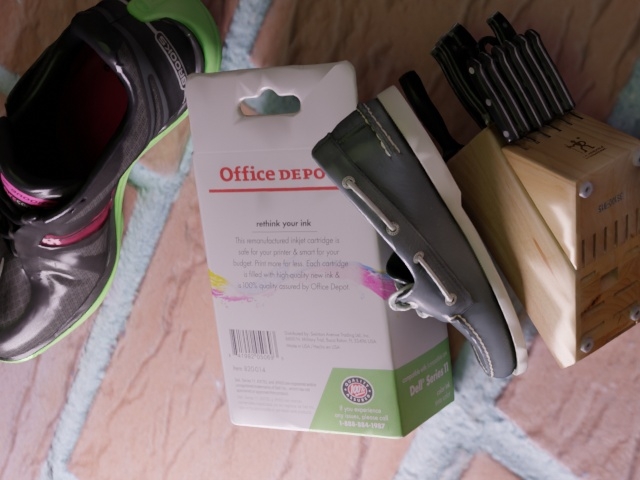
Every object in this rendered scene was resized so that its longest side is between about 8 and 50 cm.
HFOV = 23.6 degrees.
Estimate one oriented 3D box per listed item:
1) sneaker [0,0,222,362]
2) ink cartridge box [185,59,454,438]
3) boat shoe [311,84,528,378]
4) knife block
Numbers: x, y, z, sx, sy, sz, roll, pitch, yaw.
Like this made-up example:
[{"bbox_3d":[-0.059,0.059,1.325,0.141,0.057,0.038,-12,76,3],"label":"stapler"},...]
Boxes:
[{"bbox_3d":[-0.283,-0.069,1.587,0.185,0.202,0.483,40,120,19],"label":"sneaker"},{"bbox_3d":[0.000,0.000,1.473,0.207,0.119,0.354,1,104,33],"label":"ink cartridge box"},{"bbox_3d":[0.092,0.012,1.358,0.099,0.116,0.319,-30,123,-1],"label":"boat shoe"},{"bbox_3d":[0.171,-0.055,1.360,0.242,0.088,0.276,32,139,44],"label":"knife block"}]
